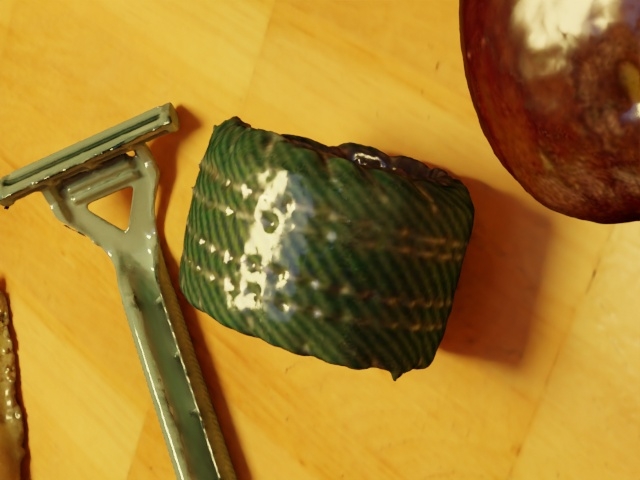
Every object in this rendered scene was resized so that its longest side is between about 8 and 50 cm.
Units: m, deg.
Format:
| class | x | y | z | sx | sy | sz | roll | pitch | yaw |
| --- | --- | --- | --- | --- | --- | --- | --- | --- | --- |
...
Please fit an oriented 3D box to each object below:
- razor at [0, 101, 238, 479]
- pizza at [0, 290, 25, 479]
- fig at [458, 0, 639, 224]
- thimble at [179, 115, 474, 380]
| class | x | y | z | sx | sy | sz | roll | pitch | yaw |
| --- | --- | --- | --- | --- | --- | --- | --- | --- | --- |
| razor | -0.085 | 0.067 | 0.816 | 0.111 | 0.056 | 0.278 | -23 | 75 | 6 |
| pizza | -0.256 | 0.128 | 0.973 | 0.188 | 0.081 | 0.204 | 48 | 121 | 36 |
| fig | 0.113 | -0.143 | 0.525 | 0.170 | 0.145 | 0.274 | -15 | 92 | 45 |
| thimble | 0.002 | 0.001 | 0.672 | 0.135 | 0.118 | 0.090 | 28 | 105 | 61 |
